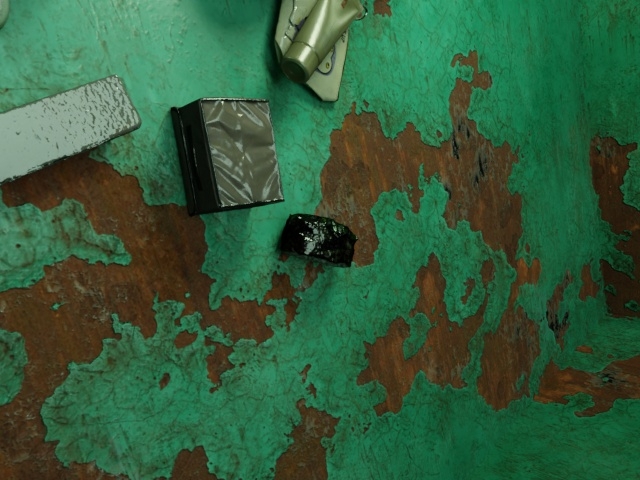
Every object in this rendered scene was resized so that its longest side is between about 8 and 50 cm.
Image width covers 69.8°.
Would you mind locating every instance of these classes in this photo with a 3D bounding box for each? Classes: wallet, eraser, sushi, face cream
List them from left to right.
[{"bbox_3d":[-0.520,-0.194,0.853,0.352,0.077,0.111,-36,111,-32],"label":"eraser"},{"bbox_3d":[-0.004,-0.571,1.256,0.275,0.068,0.335,13,86,-41],"label":"wallet"},{"bbox_3d":[0.000,0.000,1.256,0.225,0.124,0.127,18,82,-38],"label":"sushi"},{"bbox_3d":[0.009,-0.552,1.186,0.137,0.084,0.341,47,62,-38],"label":"face cream"}]

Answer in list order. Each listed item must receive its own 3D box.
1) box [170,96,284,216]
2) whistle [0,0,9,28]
[{"bbox_3d":[-0.211,-0.191,1.057,0.188,0.153,0.252,-12,99,-39],"label":"box"},{"bbox_3d":[-0.601,-0.364,0.784,0.126,0.067,0.258,-5,100,-28],"label":"whistle"}]
